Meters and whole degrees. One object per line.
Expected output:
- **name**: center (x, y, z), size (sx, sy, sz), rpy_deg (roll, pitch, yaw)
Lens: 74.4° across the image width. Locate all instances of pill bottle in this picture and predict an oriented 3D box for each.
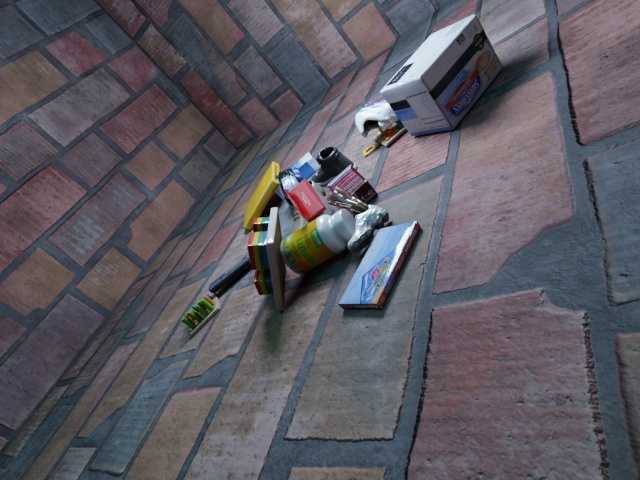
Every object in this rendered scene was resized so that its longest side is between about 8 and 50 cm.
- **pill bottle**: center (0.000, 0.000, 1.375), size (0.246, 0.136, 0.136), rpy_deg (-31, 27, 26)

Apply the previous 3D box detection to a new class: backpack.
- **backpack**: center (-0.121, -0.235, 1.939), size (0.117, 0.158, 0.173), rpy_deg (-24, 39, 0)

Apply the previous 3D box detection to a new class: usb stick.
- **usb stick**: center (-0.371, 0.133, 1.830), size (0.278, 0.045, 0.077), rpy_deg (-38, 10, 4)

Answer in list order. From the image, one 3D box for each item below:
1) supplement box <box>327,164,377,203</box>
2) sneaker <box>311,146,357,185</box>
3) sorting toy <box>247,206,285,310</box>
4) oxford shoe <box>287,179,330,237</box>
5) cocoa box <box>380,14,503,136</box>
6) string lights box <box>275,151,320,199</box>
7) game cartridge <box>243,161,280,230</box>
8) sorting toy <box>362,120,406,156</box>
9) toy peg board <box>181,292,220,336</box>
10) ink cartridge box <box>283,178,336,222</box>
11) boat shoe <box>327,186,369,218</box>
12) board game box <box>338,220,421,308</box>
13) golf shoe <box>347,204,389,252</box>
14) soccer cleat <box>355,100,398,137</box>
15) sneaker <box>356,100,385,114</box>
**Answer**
- **supplement box**: center (0.115, -0.193, 1.591), size (0.130, 0.073, 0.239), rpy_deg (-41, 24, 9)
- **sneaker**: center (0.022, -0.338, 1.885), size (0.296, 0.147, 0.104), rpy_deg (-8, 44, 55)
- **sorting toy**: center (-0.176, 0.059, 1.402), size (0.089, 0.255, 0.257), rpy_deg (-5, 29, 0)
- **oxford shoe**: center (-0.076, -0.096, 1.659), size (0.123, 0.130, 0.348), rpy_deg (-21, 32, 41)
- **cocoa box**: center (0.441, -0.585, 1.535), size (0.347, 0.228, 0.231), rpy_deg (-50, 25, -14)
- **string lights box**: center (-0.130, -0.342, 2.213), size (0.260, 0.077, 0.133), rpy_deg (-40, 24, 9)
- **game cartridge**: center (-0.312, -0.234, 2.243), size (0.323, 0.053, 0.285), rpy_deg (-57, 20, 23)
- **sorting toy**: center (0.312, -0.488, 1.801), size (0.348, 0.047, 0.196), rpy_deg (-41, 24, 6)
- **toy peg board**: center (-0.511, 0.290, 1.770), size (0.161, 0.079, 0.160), rpy_deg (-44, 24, -3)
- **ink cartridge box**: center (-0.022, -0.119, 1.457), size (0.078, 0.231, 0.134), rpy_deg (-38, 65, 10)
- **boat shoe**: center (0.109, -0.110, 1.415), size (0.207, 0.073, 0.073), rpy_deg (34, 95, 39)
- **board game box**: center (0.164, 0.066, 1.149), size (0.145, 0.027, 0.281), rpy_deg (-12, 38, 52)
- **golf shoe**: center (0.130, -0.039, 1.289), size (0.086, 0.069, 0.176), rpy_deg (34, 68, 30)
- **soccer cleat**: center (0.301, -0.530, 1.741), size (0.331, 0.116, 0.143), rpy_deg (-21, 60, 26)
- **sneaker**: center (0.270, -0.632, 2.033), size (0.236, 0.104, 0.095), rpy_deg (-33, 24, 20)
